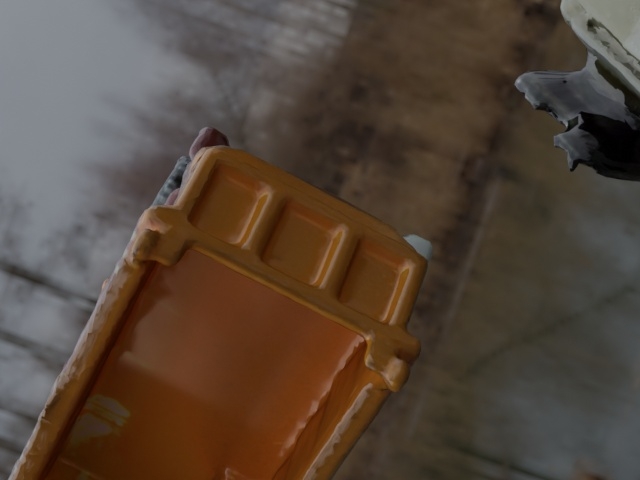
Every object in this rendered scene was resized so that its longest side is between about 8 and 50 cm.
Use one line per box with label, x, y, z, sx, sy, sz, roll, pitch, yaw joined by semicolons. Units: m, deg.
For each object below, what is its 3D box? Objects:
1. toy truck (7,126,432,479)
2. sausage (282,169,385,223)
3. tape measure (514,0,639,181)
toy truck;-0.052;0.079;0.723;0.270;0.114;0.135;-60;4;42
sausage;0.000;0.000;1.029;0.183;0.054;0.062;35;151;60
tape measure;0.236;-0.121;0.784;0.271;0.231;0.133;-56;43;16
